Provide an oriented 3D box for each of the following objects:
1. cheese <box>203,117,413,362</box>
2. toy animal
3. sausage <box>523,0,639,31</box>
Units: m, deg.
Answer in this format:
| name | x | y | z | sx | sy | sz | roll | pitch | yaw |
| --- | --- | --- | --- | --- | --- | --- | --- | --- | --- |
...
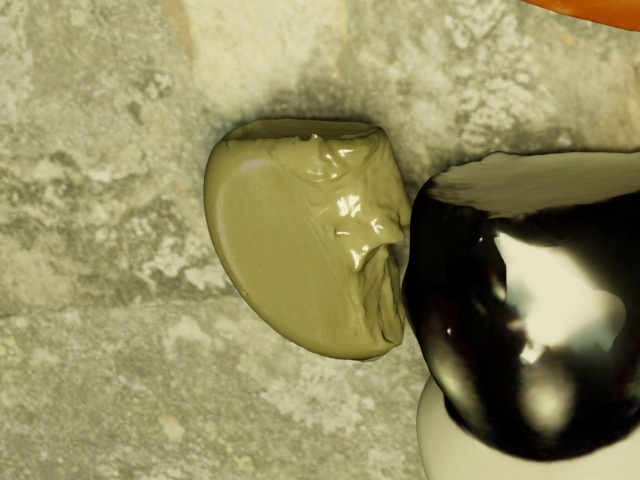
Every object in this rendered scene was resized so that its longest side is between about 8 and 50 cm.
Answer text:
| name | x | y | z | sx | sy | sz | roll | pitch | yaw |
| --- | --- | --- | --- | --- | --- | --- | --- | --- | --- |
| cheese | 0.000 | 0.000 | 1.289 | 0.175 | 0.091 | 0.202 | -1 | 118 | 42 |
| toy animal | 0.174 | 0.100 | 1.235 | 0.251 | 0.251 | 0.310 | -4 | 106 | 17 |
| sausage | 0.172 | -0.229 | 1.121 | 0.268 | 0.153 | 0.141 | 19 | 124 | 8 |
